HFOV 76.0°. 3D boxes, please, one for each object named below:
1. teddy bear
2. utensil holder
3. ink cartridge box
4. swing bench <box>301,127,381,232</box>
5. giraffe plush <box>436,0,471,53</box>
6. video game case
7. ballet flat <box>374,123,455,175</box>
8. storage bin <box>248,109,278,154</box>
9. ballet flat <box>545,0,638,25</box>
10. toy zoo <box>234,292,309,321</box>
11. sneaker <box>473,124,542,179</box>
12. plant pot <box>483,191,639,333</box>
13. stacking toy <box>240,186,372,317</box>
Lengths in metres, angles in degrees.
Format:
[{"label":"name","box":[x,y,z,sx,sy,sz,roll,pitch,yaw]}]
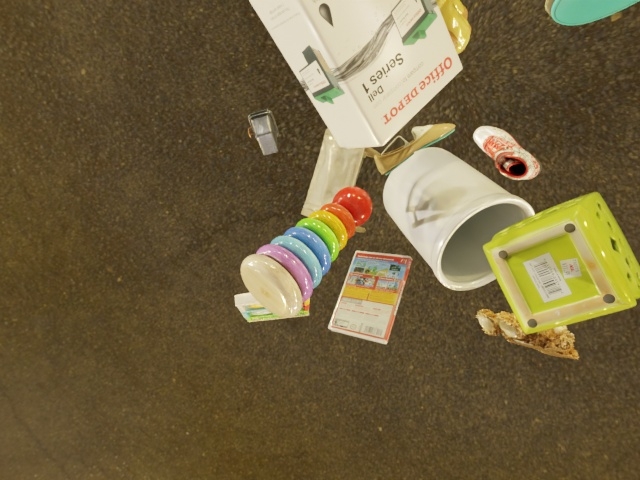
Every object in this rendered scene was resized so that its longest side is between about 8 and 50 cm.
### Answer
[{"label":"teddy bear","box":[0.656,0.275,1.283,0.338,0.245,0.113,16,78,-2]},{"label":"utensil holder","box":[0.421,-0.085,1.327,0.328,0.385,0.327,-10,127,-14]},{"label":"ink cartridge box","box":[0.044,-0.236,0.457,0.160,0.092,0.219,-46,119,-15]},{"label":"swing bench","box":[0.060,-0.171,1.196,0.165,0.255,0.253,18,92,20]},{"label":"giraffe plush","box":[0.176,-0.404,0.621,0.210,0.181,0.170,20,147,-16]},{"label":"video game case","box":[0.158,0.170,1.302,0.204,0.285,0.025,5,154,37]},{"label":"ballet flat","box":[0.248,-0.265,1.114,0.232,0.080,0.073,-32,96,21]},{"label":"storage bin","box":[-0.194,-0.361,1.406,0.098,0.091,0.135,-14,153,1]},{"label":"ballet flat","box":[0.382,-0.356,0.406,0.123,0.348,0.123,1,87,-13]},{"label":"toy zoo","box":[-0.126,0.178,1.139,0.192,0.293,0.030,-6,69,-5]},{"label":"sneaker","box":[0.613,-0.303,1.389,0.270,0.145,0.090,47,129,22]},{"label":"plant pot","box":[0.474,0.052,0.817,0.227,0.207,0.228,-30,78,38]},{"label":"stacking toy","box":[0.000,0.000,0.834,0.141,0.330,0.141,30,144,25]}]
